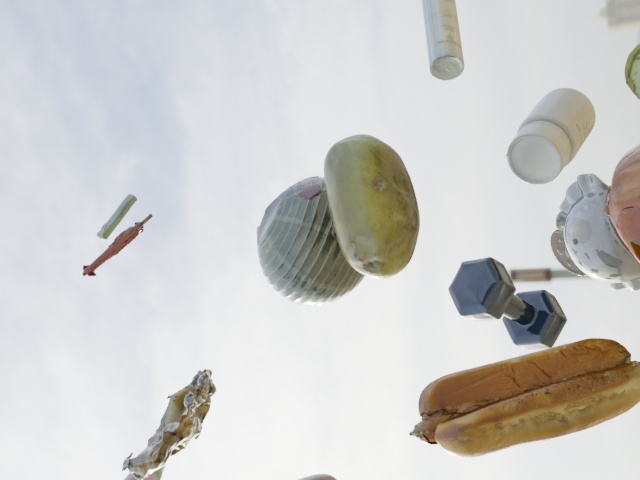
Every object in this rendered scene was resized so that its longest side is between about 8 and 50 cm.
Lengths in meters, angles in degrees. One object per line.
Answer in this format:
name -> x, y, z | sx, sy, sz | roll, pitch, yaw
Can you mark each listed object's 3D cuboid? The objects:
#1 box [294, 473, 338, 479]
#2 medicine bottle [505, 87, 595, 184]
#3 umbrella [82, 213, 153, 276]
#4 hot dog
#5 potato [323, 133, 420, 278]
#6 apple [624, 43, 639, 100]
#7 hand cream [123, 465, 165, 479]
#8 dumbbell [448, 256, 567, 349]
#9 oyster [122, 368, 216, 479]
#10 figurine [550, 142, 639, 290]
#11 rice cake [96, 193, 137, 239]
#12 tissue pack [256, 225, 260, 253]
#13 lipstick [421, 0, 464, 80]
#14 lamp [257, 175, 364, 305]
box -> -0.054, 0.459, 1.553 | 0.200, 0.146, 0.088 | -10, -107, -36
medicine bottle -> 0.518, -0.236, 2.055 | 0.252, 0.145, 0.144 | -44, -52, -48
umbrella -> -0.364, 0.009, 1.646 | 0.165, 0.025, 0.027 | -43, -63, -20
hot dog -> 0.190, 0.147, 0.840 | 0.092, 0.236, 0.062 | -117, 21, -51
potato -> 0.086, -0.058, 1.519 | 0.228, 0.149, 0.197 | -98, 3, -46
apple -> 0.730, -0.298, 1.653 | 0.254, 0.346, 0.179 | -37, -58, -27
hand cream -> -0.311, 0.426, 1.597 | 0.076, 0.047, 0.174 | 52, -171, -5
dumbbell -> 0.447, 0.153, 2.181 | 0.316, 0.156, 0.143 | 28, -118, -41
oyster -> -0.213, 0.275, 1.429 | 0.079, 0.128, 0.345 | 38, -167, -2
figurine -> 0.324, -0.024, 0.906 | 0.271, 0.143, 0.143 | 143, 129, -74
rice cake -> -0.425, -0.049, 1.912 | 0.121, 0.022, 0.021 | -59, -44, -28
tissue pack -> -0.105, -0.006, 1.890 | 0.023, 0.056, 0.108 | 58, -170, -29
lipstick -> 0.201, -0.378, 1.538 | 0.059, 0.059, 0.263 | 58, -154, -49
lamp -> 0.000, 0.000, 1.750 | 0.265, 0.233, 0.233 | -91, -17, -49
